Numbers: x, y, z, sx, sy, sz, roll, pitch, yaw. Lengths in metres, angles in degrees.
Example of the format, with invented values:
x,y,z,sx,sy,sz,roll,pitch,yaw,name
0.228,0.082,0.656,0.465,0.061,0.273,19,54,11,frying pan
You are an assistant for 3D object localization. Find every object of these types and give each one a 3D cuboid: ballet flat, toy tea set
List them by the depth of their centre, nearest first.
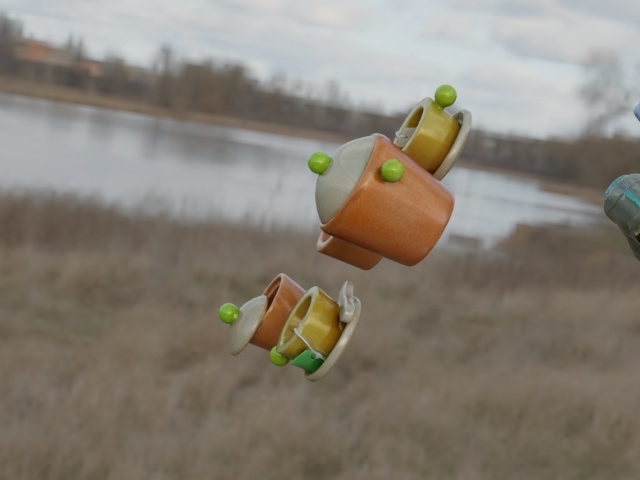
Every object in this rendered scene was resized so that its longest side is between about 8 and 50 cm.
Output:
x,y,z,sx,sy,sz,roll,pitch,yaw,name
0.000,0.000,1.556,0.124,0.336,0.200,31,29,-11,toy tea set
0.357,-0.005,1.819,0.068,0.072,0.213,44,6,35,ballet flat

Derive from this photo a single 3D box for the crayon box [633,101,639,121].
x,y,z,sx,sy,sz,roll,pitch,yaw,name
0.432,-0.157,1.463,0.083,0.323,0.203,30,21,-32,crayon box
